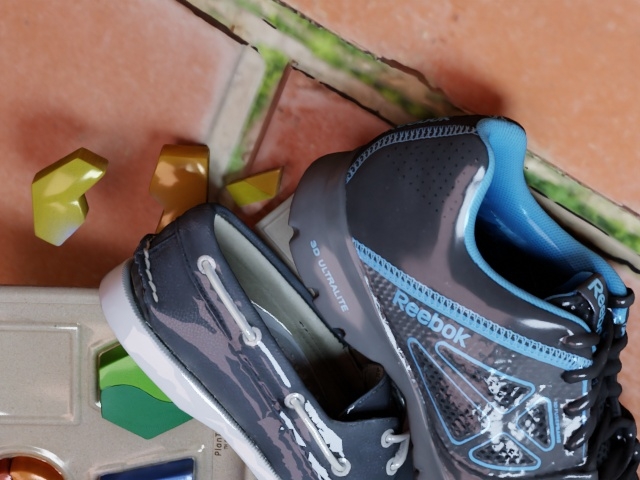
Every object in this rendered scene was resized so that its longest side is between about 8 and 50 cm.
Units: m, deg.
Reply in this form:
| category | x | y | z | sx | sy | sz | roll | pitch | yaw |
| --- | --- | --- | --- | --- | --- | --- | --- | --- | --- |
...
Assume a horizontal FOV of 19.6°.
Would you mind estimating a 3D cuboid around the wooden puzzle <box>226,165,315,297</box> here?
| category | x | y | z | sx | sy | sz | roll | pitch | yaw |
| --- | --- | --- | --- | --- | --- | --- | --- | --- | --- |
| wooden puzzle | 0.000 | 0.000 | 1.107 | 0.078 | 0.014 | 0.116 | -27 | 103 | 46 |

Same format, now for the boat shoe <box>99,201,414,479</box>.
| category | x | y | z | sx | sy | sz | roll | pitch | yaw |
| --- | --- | --- | --- | --- | --- | --- | --- | --- | --- |
| boat shoe | 0.004 | 0.103 | 1.103 | 0.091 | 0.114 | 0.302 | -39 | 111 | 23 |

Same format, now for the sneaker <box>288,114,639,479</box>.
| category | x | y | z | sx | sy | sz | roll | pitch | yaw |
| --- | --- | --- | --- | --- | --- | --- | --- | --- | --- |
| sneaker | 0.116 | 0.088 | 1.018 | 0.140 | 0.125 | 0.341 | -24 | 105 | 39 |

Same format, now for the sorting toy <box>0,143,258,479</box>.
| category | x | y | z | sx | sy | sz | roll | pitch | yaw |
| --- | --- | --- | --- | --- | --- | --- | --- | --- | --- |
| sorting toy | -0.151 | 0.085 | 1.170 | 0.229 | 0.041 | 0.307 | 4 | 116 | 0 |
